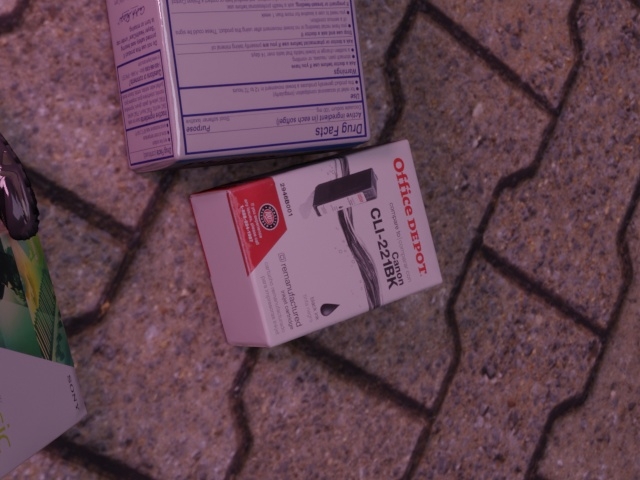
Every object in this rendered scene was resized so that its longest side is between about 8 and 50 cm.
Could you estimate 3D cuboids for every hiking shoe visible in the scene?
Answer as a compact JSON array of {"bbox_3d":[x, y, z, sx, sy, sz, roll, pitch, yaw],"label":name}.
[{"bbox_3d":[-0.386,-0.080,1.260,0.114,0.086,0.227,-33,77,-13],"label":"hiking shoe"}]

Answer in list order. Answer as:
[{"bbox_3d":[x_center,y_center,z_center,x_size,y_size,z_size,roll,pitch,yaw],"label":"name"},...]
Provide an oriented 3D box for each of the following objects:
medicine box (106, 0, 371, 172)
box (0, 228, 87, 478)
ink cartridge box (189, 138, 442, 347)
[{"bbox_3d":[-0.101,-0.239,1.415,0.264,0.149,0.289,-9,93,-31],"label":"medicine box"},{"bbox_3d":[-0.351,0.121,1.190,0.322,0.059,0.232,-39,116,-74],"label":"box"},{"bbox_3d":[0.000,0.000,1.489,0.273,0.114,0.196,-18,97,-32],"label":"ink cartridge box"}]
